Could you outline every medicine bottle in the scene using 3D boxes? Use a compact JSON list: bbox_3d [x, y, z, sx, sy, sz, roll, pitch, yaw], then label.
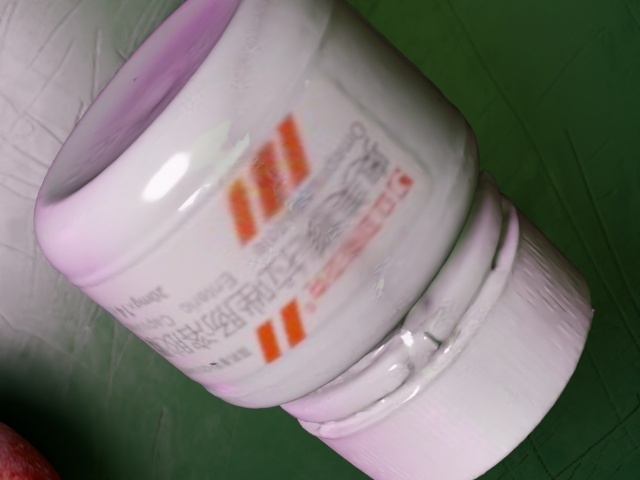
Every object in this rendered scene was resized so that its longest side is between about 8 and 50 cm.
[{"bbox_3d":[0.000,0.000,0.950,0.325,0.256,0.256,42,94,-20],"label":"medicine bottle"}]

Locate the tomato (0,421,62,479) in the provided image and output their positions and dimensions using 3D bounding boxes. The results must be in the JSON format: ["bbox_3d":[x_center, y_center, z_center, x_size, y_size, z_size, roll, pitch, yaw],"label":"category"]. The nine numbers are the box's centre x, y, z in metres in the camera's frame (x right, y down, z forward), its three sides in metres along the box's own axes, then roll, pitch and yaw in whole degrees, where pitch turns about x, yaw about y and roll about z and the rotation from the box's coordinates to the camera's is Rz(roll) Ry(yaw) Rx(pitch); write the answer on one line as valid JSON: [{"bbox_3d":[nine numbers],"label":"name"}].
[{"bbox_3d":[-0.296,0.245,0.977,0.270,0.227,0.270,1,87,-27],"label":"tomato"}]
